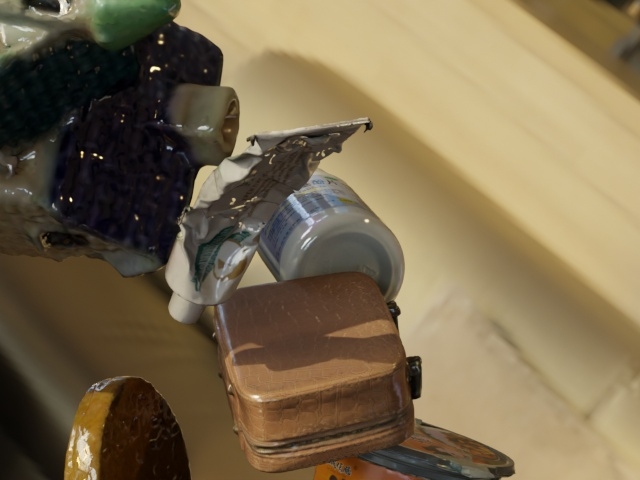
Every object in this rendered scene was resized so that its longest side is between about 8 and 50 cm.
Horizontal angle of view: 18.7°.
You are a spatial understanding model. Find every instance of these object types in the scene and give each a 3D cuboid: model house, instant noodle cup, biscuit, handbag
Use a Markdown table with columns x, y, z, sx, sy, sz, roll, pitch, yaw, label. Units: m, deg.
| x | y | z | sx | sy | sz | roll | pitch | yaw | label |
| --- | --- | --- | --- | --- | --- | --- | --- | --- | --- |
| -0.209 | -0.109 | 1.412 | 0.284 | 0.243 | 0.298 | 5 | -20 | 7 | model house |
| 0.058 | 0.216 | 1.602 | 0.178 | 0.125 | 0.208 | 16 | 3 | -12 | instant noodle cup |
| -0.137 | 0.317 | 1.490 | 0.283 | 0.064 | 0.432 | -25 | 106 | -67 | biscuit |
| -0.002 | 0.095 | 1.492 | 0.151 | 0.072 | 0.193 | -12 | 23 | -7 | handbag |

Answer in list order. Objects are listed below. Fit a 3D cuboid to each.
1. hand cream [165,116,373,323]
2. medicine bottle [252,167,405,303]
| x | y | z | sx | sy | sz | roll | pitch | yaw | label |
| --- | --- | --- | --- | --- | --- | --- | --- | --- | --- |
| -0.052 | -0.017 | 1.322 | 0.084 | 0.257 | 0.050 | -4 | 62 | -26 | hand cream |
| 0.000 | 0.000 | 1.665 | 0.103 | 0.102 | 0.186 | 30 | 9 | -21 | medicine bottle |
